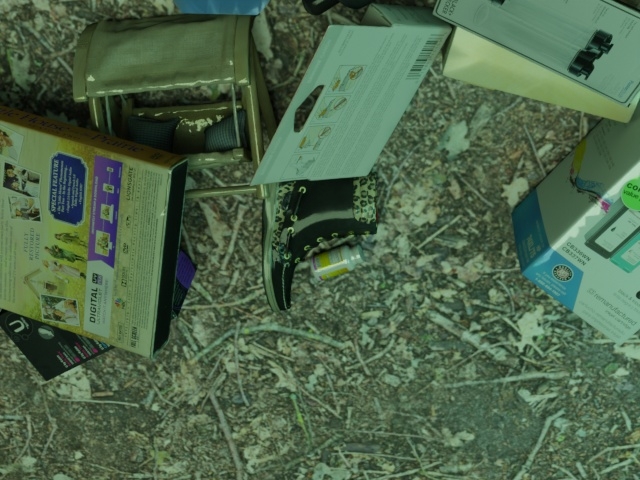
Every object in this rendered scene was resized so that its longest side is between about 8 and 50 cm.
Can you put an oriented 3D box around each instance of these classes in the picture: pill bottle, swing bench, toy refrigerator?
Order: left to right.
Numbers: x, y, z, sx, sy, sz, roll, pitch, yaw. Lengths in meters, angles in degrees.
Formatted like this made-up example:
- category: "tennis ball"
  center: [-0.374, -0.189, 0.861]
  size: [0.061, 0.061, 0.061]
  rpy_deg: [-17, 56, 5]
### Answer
- category: "swing bench"
  center: [-0.204, -0.196, 1.491]
  size: [0.253, 0.165, 0.255]
  rpy_deg: [-5, 118, 10]
- category: "pill bottle"
  center: [0.028, 0.034, 1.658]
  size: [0.083, 0.043, 0.043]
  rpy_deg: [-19, 115, 16]
- category: "toy refrigerator"
  center: [0.310, -0.249, 1.438]
  size: [0.269, 0.102, 0.094]
  rpy_deg: [14, 119, -2]

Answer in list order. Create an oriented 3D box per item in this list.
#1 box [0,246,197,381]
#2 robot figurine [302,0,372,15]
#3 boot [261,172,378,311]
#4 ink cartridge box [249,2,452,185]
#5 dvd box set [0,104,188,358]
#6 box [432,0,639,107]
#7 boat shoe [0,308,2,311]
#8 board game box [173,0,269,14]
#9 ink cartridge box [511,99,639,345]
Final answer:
- category: "box"
  center: [-0.360, 0.084, 1.661]
  size: [0.270, 0.165, 0.143]
  rpy_deg: [-27, 112, 19]
- category: "robot figurine"
  center: [0.069, -0.412, 1.333]
  size: [0.278, 0.209, 0.173]
  rpy_deg: [-30, 96, 21]
- category: "boot"
  center: [0.000, -0.001, 1.601]
  size: [0.178, 0.085, 0.236]
  rpy_deg: [1, 101, 4]
- category: "ink cartridge box"
  center: [0.029, -0.200, 1.422]
  size: [0.060, 0.239, 0.275]
  rpy_deg: [52, 130, 29]
- category: "dvd box set"
  center: [-0.405, -0.027, 1.490]
  size: [0.420, 0.062, 0.308]
  rpy_deg: [16, 116, 14]
- category: "box"
  center: [0.304, -0.302, 1.297]
  size: [0.290, 0.087, 0.169]
  rpy_deg: [27, 154, 5]
- category: "boat shoe"
  center: [-0.523, 0.112, 1.775]
  size: [0.100, 0.035, 0.035]
  rpy_deg: [-23, 141, 14]
- category: "board game box"
  center: [-0.133, -0.382, 1.445]
  size: [0.168, 0.033, 0.133]
  rpy_deg: [4, 91, 12]
- category: "ink cartridge box"
  center: [0.445, -0.036, 1.484]
  size: [0.198, 0.197, 0.270]
  rpy_deg: [35, 117, -13]
